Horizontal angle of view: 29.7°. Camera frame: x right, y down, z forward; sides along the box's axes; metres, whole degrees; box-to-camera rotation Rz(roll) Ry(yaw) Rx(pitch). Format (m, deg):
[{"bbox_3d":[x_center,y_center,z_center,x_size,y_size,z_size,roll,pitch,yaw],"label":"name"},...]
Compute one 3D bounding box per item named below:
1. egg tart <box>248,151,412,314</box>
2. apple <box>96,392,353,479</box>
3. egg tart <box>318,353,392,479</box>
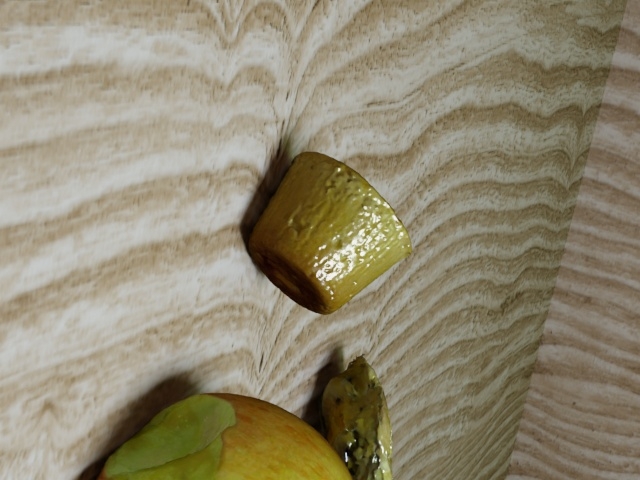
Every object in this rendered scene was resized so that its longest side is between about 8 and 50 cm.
[{"bbox_3d":[0.000,0.000,1.591,0.147,0.202,0.202,-48,150,-18],"label":"egg tart"},{"bbox_3d":[-0.103,0.357,1.453,0.339,0.339,0.339,-46,146,-45],"label":"apple"},{"bbox_3d":[0.045,0.324,1.925,0.297,0.132,0.297,178,-90,-80],"label":"egg tart"}]
